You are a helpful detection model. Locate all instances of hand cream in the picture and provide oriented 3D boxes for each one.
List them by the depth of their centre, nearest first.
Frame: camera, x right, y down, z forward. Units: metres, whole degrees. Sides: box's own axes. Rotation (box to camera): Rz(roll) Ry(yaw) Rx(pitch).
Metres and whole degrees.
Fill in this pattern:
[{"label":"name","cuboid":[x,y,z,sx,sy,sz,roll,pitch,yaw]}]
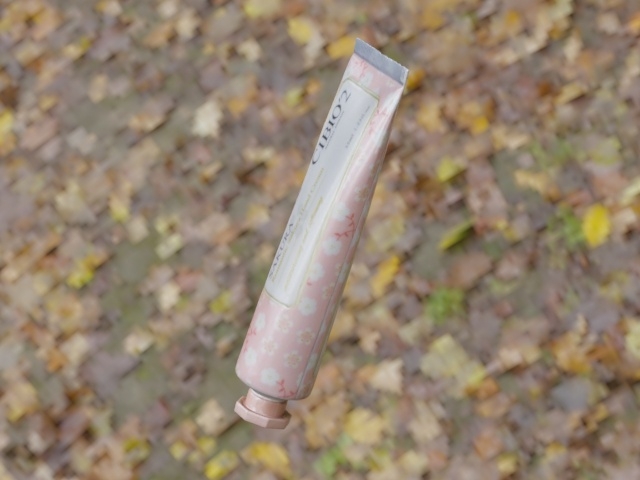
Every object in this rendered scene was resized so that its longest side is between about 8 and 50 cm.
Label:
[{"label":"hand cream","cuboid":[0.000,0.000,1.012,0.067,0.043,0.210,43,118,61]}]
